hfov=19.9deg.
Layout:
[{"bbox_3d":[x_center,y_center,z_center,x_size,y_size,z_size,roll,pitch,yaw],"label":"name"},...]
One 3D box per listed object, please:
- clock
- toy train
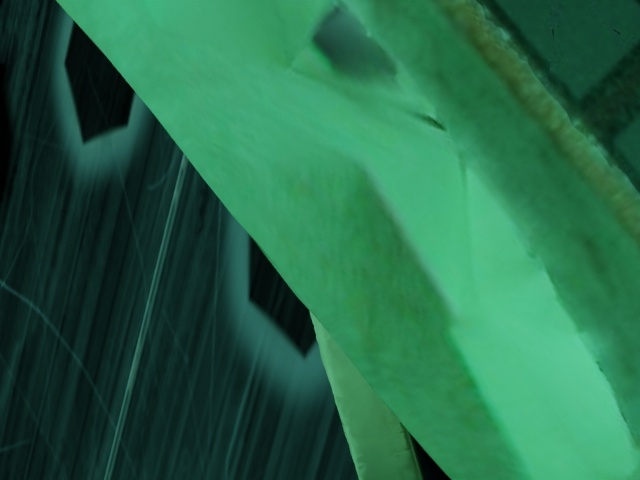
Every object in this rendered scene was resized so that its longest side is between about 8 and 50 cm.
[{"bbox_3d":[0.000,0.000,0.690,0.235,0.029,0.235,-16,-90,-89],"label":"clock"},{"bbox_3d":[0.074,-0.025,0.451,0.326,0.159,0.129,50,145,-3],"label":"toy train"}]
